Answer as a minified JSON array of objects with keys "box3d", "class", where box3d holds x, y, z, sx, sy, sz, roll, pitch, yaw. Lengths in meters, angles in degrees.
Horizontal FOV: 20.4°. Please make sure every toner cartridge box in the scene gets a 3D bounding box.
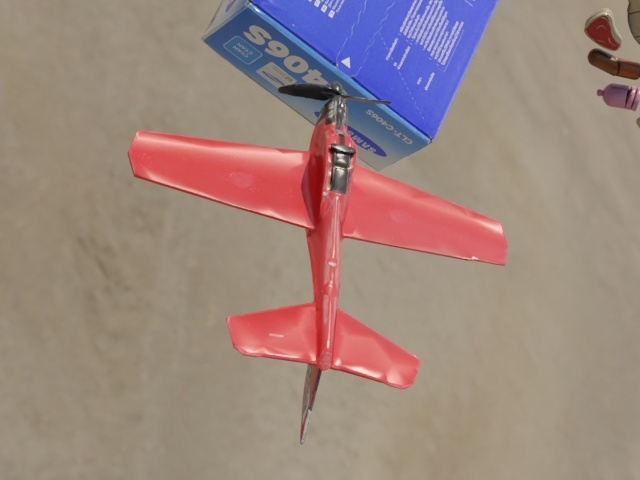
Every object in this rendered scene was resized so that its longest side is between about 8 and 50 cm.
[{"box3d":[0.063,-0.238,1.285,0.165,0.075,0.348,35,61,-17],"class":"toner cartridge box"}]

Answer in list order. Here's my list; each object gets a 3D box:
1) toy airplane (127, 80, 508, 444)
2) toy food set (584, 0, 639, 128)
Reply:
[{"box3d":[0.000,0.000,0.638,0.151,0.028,0.151,10,56,-15],"class":"toy airplane"},{"box3d":[0.242,-0.134,1.372,0.122,0.078,0.019,52,38,-27],"class":"toy food set"}]
